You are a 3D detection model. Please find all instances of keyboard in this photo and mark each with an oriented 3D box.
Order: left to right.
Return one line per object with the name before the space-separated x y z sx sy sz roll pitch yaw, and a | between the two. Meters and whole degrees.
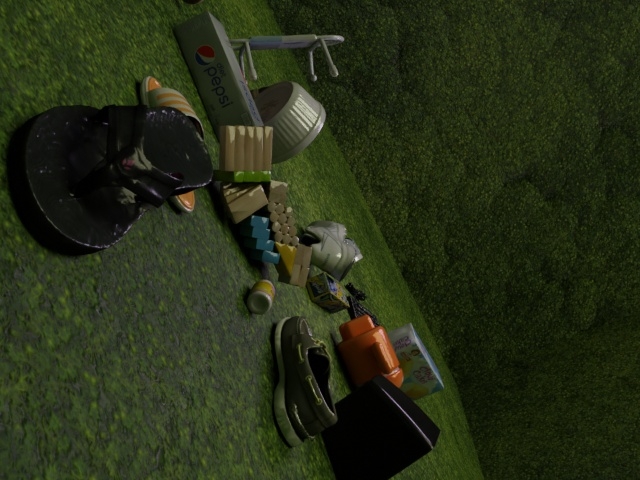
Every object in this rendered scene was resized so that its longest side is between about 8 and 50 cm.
keyboard | 0.133 0.222 2.247 0.317 0.033 0.201 44 24 -66

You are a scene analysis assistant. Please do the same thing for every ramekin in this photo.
ramekin | -0.101 -0.302 1.789 0.109 0.207 0.207 47 19 -35

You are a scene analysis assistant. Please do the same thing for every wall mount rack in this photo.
wall mount rack | -0.094 -0.473 1.883 0.304 0.350 0.130 -149 -127 -77

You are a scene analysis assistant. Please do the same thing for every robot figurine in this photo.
robot figurine | 0.123 0.295 1.759 0.128 0.158 0.219 -15 80 -57

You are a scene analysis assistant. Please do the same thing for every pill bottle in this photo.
pill bottle | -0.105 0.098 1.285 0.043 0.043 0.083 63 11 -15

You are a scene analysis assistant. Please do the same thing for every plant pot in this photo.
plant pot | 0.103 0.367 1.394 0.167 0.188 0.187 55 8 12

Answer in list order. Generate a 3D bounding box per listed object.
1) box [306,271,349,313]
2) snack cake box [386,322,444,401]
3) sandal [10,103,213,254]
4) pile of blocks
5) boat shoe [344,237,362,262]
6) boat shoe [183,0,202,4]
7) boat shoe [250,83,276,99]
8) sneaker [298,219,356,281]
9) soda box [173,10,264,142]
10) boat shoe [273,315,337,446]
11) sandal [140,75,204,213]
box | 0.019 0.134 1.801 0.169 0.054 0.059 44 24 -65
snack cake box | 0.258 0.380 2.174 0.264 0.152 0.089 56 14 -42
sandal | -0.226 -0.113 0.904 0.167 0.107 0.445 63 18 -10
pile of blocks | -0.136 -0.060 1.399 0.113 0.149 0.362 9 -56 49
boat shoe | 0.082 0.036 2.316 0.081 0.079 0.227 55 6 -6
boat shoe | -0.341 -0.697 1.726 0.285 0.105 0.089 65 13 0
boat shoe | -0.099 -0.370 2.155 0.342 0.123 0.123 44 24 -64
sneaker | 0.000 0.000 1.857 0.129 0.111 0.297 26 9 -19
soda box | -0.220 -0.352 1.592 0.098 0.091 0.286 16 51 -77
boat shoe | -0.023 0.229 1.264 0.109 0.091 0.305 61 12 -27
sandal | -0.225 -0.165 1.181 0.102 0.076 0.265 47 22 -62
